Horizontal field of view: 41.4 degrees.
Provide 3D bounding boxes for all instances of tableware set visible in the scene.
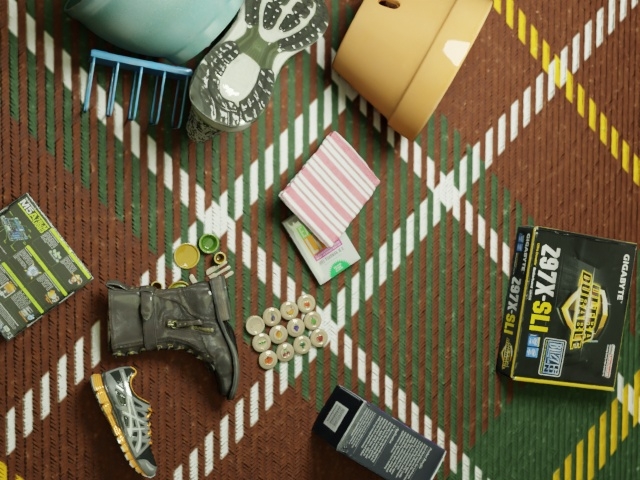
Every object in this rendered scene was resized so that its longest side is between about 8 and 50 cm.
[{"bbox_3d":[-0.243,0.059,1.570,0.154,0.024,0.104,-32,102,-14],"label":"tableware set"}]

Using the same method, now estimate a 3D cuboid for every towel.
[{"bbox_3d":[0.019,-0.098,1.615,0.144,0.029,0.197,47,60,-16],"label":"towel"}]

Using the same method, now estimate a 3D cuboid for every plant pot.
[{"bbox_3d":[0.154,-0.356,1.559,0.203,0.291,0.291,28,84,-1],"label":"plant pot"},{"bbox_3d":[-0.253,-0.420,1.415,0.196,0.293,0.293,43,80,-27],"label":"plant pot"}]

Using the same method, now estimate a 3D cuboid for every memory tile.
[{"bbox_3d":[-0.065,0.176,1.640,0.148,0.012,0.113,-22,99,-15],"label":"memory tile"}]

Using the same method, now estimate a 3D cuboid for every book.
[{"bbox_3d":[0.000,0.000,1.644,0.096,0.035,0.144,-34,104,-9],"label":"book"}]

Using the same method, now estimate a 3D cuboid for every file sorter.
[{"bbox_3d":[-0.322,-0.260,1.479,0.170,0.118,0.105,8,94,-18],"label":"file sorter"}]

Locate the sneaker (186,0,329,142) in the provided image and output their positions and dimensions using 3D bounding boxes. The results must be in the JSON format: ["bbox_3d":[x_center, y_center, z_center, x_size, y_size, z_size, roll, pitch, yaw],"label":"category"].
[{"bbox_3d":[-0.133,-0.328,1.523,0.158,0.182,0.410,42,55,-12],"label":"sneaker"}]

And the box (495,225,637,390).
[{"bbox_3d":[0.521,0.143,1.797,0.257,0.079,0.322,9,90,-17],"label":"box"}]

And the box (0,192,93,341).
[{"bbox_3d":[-0.525,0.045,1.467,0.184,0.045,0.191,-39,103,-15],"label":"box"}]

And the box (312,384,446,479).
[{"bbox_3d":[0.111,0.386,1.636,0.207,0.153,0.108,34,82,-18],"label":"box"}]

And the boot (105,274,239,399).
[{"bbox_3d":[-0.270,0.182,1.544,0.229,0.091,0.263,-9,104,-7],"label":"boot"}]

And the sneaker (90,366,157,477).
[{"bbox_3d":[-0.337,0.326,1.525,0.083,0.084,0.215,-25,99,-20],"label":"sneaker"}]
